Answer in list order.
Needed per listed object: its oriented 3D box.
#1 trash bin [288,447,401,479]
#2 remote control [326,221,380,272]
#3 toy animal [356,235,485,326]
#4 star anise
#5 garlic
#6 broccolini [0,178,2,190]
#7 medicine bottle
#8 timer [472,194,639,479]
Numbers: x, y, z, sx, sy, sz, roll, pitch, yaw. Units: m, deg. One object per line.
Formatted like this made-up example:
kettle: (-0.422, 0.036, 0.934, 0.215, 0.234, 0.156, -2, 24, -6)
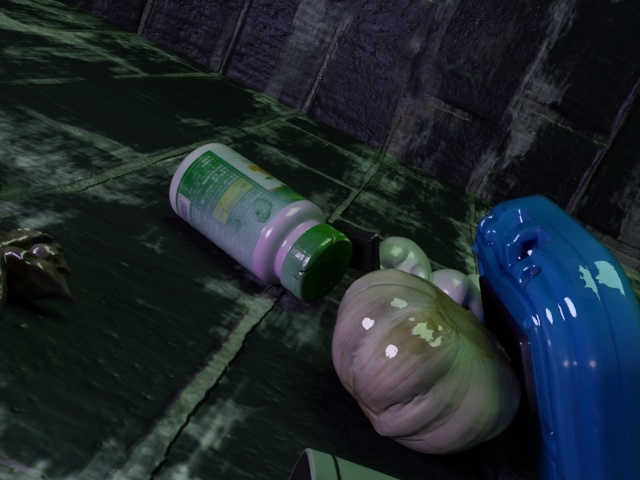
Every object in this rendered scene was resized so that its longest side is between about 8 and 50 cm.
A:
trash bin: (0.041, 0.231, 0.553, 0.130, 0.059, 0.116, 22, 18, -13)
remote control: (0.000, 0.000, 1.051, 0.025, 0.063, 0.245, -11, 16, -38)
toy animal: (0.158, 0.082, 1.037, 0.193, 0.127, 0.178, 27, 15, 15)
star anise: (-0.323, 0.014, 0.687, 0.182, 0.065, 0.195, 31, 14, 15)
garlic: (0.104, 0.132, 0.767, 0.228, 0.152, 0.228, 37, 12, -9)
broccolini: (-0.459, -0.091, 0.886, 0.140, 0.030, 0.035, 26, 53, 18)
medicine bottle: (-0.086, -0.025, 1.010, 0.274, 0.133, 0.133, 36, 21, 29)
timer: (0.267, 0.121, 0.813, 0.115, 0.309, 0.340, -11, 20, 2)
